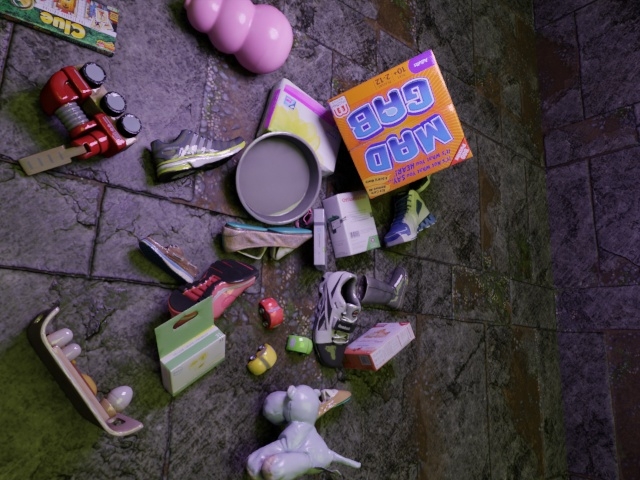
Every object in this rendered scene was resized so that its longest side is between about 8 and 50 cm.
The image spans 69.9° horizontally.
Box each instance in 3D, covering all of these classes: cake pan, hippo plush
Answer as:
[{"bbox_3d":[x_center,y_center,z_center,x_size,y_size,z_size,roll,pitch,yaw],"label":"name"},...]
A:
[{"bbox_3d":[-0.136,-0.197,1.451,0.294,0.054,0.292,-8,107,-29],"label":"cake pan"},{"bbox_3d":[-0.084,0.530,1.281,0.234,0.295,0.236,21,58,-54],"label":"hippo plush"}]

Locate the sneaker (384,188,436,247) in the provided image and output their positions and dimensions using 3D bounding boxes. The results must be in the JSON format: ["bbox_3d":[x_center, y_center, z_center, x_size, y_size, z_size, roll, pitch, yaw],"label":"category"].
[{"bbox_3d":[0.336,-0.102,1.851,0.316,0.128,0.182,-32,98,-46],"label":"sneaker"}]

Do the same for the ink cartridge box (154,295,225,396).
[{"bbox_3d":[-0.326,0.271,1.170,0.056,0.234,0.171,37,47,25],"label":"ink cartridge box"}]

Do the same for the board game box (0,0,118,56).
[{"bbox_3d":[-0.660,-0.581,1.172,0.260,0.030,0.136,9,78,-38],"label":"board game box"}]

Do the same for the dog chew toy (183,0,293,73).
[{"bbox_3d":[-0.256,-0.661,1.420,0.332,0.207,0.206,18,70,-28],"label":"dog chew toy"}]

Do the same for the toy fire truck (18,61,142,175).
[{"bbox_3d":[-0.604,-0.277,1.099,0.216,0.159,0.246,58,42,-16],"label":"toy fire truck"}]

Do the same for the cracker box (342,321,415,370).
[{"bbox_3d":[0.200,0.367,1.611,0.232,0.156,0.067,-25,97,-40],"label":"cracker box"}]

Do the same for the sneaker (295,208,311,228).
[{"bbox_3d":[-0.045,-0.095,1.565,0.047,0.057,0.119,27,64,-31],"label":"sneaker"}]

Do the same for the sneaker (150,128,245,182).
[{"bbox_3d":[-0.347,-0.267,1.320,0.300,0.111,0.121,-27,95,-42],"label":"sneaker"}]

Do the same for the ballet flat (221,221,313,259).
[{"bbox_3d":[-0.166,0.006,1.432,0.316,0.108,0.106,4,99,-34],"label":"ballet flat"}]

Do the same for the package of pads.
[{"bbox_3d":[-0.061,-0.373,1.578,0.297,0.101,0.228,28,64,-32],"label":"package of pads"}]

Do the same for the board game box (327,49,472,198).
[{"bbox_3d":[0.283,-0.405,1.616,0.355,0.357,0.356,65,18,-10],"label":"board game box"}]

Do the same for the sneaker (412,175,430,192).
[{"bbox_3d":[0.420,-0.305,1.985,0.121,0.079,0.216,48,47,-18],"label":"sneaker"}]

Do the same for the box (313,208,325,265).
[{"bbox_3d":[0.000,0.000,1.537,0.038,0.145,0.186,0,79,4],"label":"box"}]

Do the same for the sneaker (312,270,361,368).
[{"bbox_3d":[0.064,0.262,1.530,0.123,0.146,0.329,11,76,-39],"label":"sneaker"}]

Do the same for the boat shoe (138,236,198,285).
[{"bbox_3d":[-0.408,0.046,1.238,0.183,0.066,0.066,51,49,-32],"label":"boat shoe"}]

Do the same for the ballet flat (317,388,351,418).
[{"bbox_3d":[0.006,0.521,1.474,0.233,0.080,0.073,-19,82,-41],"label":"ballet flat"}]

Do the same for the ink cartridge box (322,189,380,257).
[{"bbox_3d":[0.112,-0.061,1.664,0.160,0.093,0.219,-13,89,-41],"label":"ink cartridge box"}]

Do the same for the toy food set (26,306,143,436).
[{"bbox_3d":[-0.513,0.281,0.996,0.092,0.220,0.305,-37,104,-38],"label":"toy food set"}]

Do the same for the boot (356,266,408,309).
[{"bbox_3d":[0.234,0.165,1.744,0.209,0.076,0.189,20,67,-28],"label":"boot"}]

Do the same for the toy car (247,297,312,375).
[{"bbox_3d":[-0.106,0.313,1.435,0.225,0.053,0.238,23,68,-34],"label":"toy car"}]

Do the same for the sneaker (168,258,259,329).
[{"bbox_3d":[-0.301,0.157,1.289,0.314,0.116,0.136,-32,144,-49],"label":"sneaker"}]
